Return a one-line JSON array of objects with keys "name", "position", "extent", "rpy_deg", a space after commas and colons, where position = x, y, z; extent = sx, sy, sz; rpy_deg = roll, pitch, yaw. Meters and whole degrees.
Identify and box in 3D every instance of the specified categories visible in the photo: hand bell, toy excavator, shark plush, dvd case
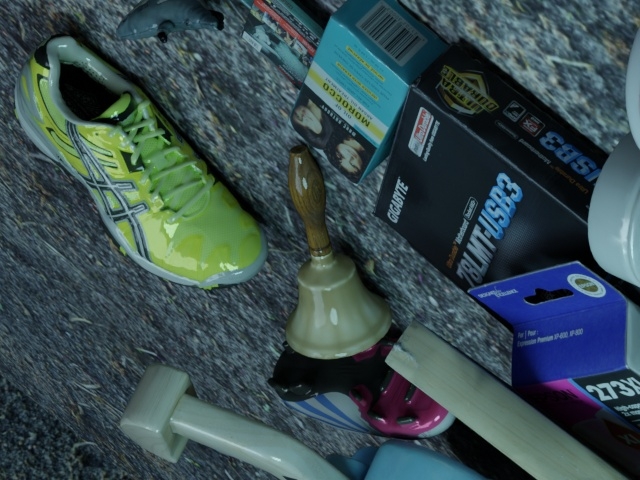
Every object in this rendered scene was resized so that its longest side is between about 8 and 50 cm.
[{"name": "hand bell", "position": [0.000, 0.000, 2.142], "extent": [0.126, 0.126, 0.242], "rpy_deg": [25, 138, 41]}, {"name": "toy excavator", "position": [0.039, 0.297, 2.216], "extent": [0.433, 0.222, 0.445], "rpy_deg": [12, 156, 35]}, {"name": "shark plush", "position": [-0.147, -0.224, 2.007], "extent": [0.161, 0.067, 0.073], "rpy_deg": [25, 151, 41]}, {"name": "dvd case", "position": [-0.035, -0.199, 1.880], "extent": [0.087, 0.013, 0.119], "rpy_deg": [42, 157, 5]}]

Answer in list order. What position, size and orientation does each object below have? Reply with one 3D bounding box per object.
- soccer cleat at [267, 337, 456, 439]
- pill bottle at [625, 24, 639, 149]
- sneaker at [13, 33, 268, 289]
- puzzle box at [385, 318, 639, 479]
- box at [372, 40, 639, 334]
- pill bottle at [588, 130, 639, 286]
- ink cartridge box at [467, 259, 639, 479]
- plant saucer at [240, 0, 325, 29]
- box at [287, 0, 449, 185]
[{"name": "soccer cleat", "position": [0.079, 0.182, 2.318], "extent": [0.143, 0.116, 0.331], "rpy_deg": [31, 166, -35]}, {"name": "pill bottle", "position": [0.354, -0.082, 1.242], "extent": [0.283, 0.161, 0.161], "rpy_deg": [26, 152, 40]}, {"name": "sneaker", "position": [-0.220, -0.089, 2.284], "extent": [0.385, 0.145, 0.147], "rpy_deg": [40, 159, 7]}, {"name": "puzzle box", "position": [0.242, 0.215, 1.900], "extent": [0.272, 0.052, 0.409], "rpy_deg": [37, -179, 29]}, {"name": "box", "position": [0.192, -0.011, 1.786], "extent": [0.293, 0.073, 0.295], "rpy_deg": [39, 158, 10]}, {"name": "pill bottle", "position": [0.356, 0.016, 1.394], "extent": [0.318, 0.176, 0.176], "rpy_deg": [25, 152, 40]}, {"name": "ink cartridge box", "position": [0.307, 0.153, 1.751], "extent": [0.371, 0.069, 0.176], "rpy_deg": [38, 155, -18]}, {"name": "plant saucer", "position": [-0.076, -0.257, 1.890], "extent": [0.192, 0.018, 0.067], "rpy_deg": [42, 159, 4]}, {"name": "box", "position": [0.041, -0.145, 1.824], "extent": [0.100, 0.060, 0.244], "rpy_deg": [42, 158, 6]}]
